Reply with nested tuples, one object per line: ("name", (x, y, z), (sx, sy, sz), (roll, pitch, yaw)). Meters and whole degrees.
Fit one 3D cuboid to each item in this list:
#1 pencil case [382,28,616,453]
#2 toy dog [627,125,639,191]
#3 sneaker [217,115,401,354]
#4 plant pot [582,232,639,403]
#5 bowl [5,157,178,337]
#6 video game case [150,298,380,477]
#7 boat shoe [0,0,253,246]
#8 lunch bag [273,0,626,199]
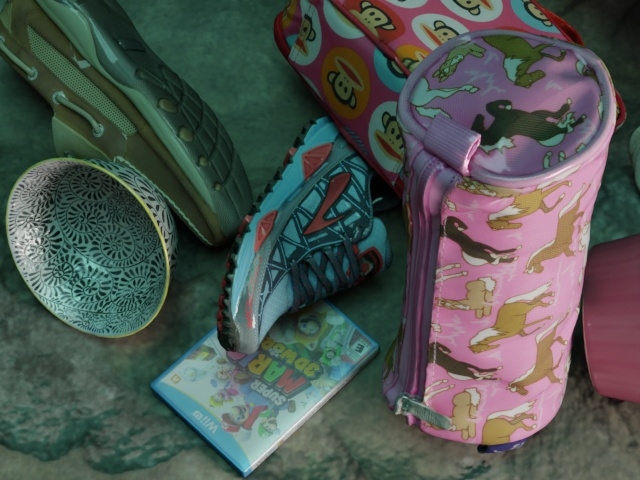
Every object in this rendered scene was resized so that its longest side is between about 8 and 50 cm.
("pencil case", (0.132, 0.008, 1.459), (0.160, 0.386, 0.167), (7, 52, 4))
("toy dog", (0.405, -0.169, 1.622), (0.220, 0.333, 0.161), (21, 42, 25))
("sneaker", (0.000, 0.000, 1.618), (0.125, 0.104, 0.262), (23, 55, 8))
("plant pot", (0.317, 0.063, 1.545), (0.180, 0.201, 0.201), (-2, 60, 18))
("bowl", (-0.184, -0.007, 1.632), (0.170, 0.170, 0.080), (28, 35, 16))
("video game case", (-0.048, 0.111, 1.622), (0.119, 0.015, 0.166), (41, 70, 21))
("boat shoe", (-0.184, -0.113, 1.709), (0.116, 0.123, 0.324), (-43, 73, 17))
("lunch bag", (0.127, -0.160, 1.684), (0.258, 0.120, 0.293), (-18, 59, -36))
